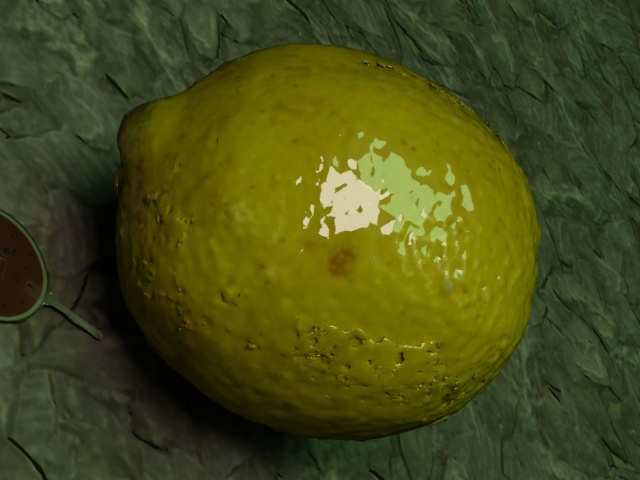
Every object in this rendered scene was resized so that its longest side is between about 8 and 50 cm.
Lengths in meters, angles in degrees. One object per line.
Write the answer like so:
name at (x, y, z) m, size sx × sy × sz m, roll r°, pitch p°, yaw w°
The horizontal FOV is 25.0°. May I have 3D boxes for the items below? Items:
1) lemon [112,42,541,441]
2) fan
lemon at (0.000, 0.000, 0.949) m, size 0.310 × 0.258 × 0.257 m, roll 26°, pitch 46°, yaw -26°
fan at (-0.188, 0.027, 0.911) m, size 0.133 × 0.005 × 0.085 m, roll 39°, pitch 39°, yaw -26°
